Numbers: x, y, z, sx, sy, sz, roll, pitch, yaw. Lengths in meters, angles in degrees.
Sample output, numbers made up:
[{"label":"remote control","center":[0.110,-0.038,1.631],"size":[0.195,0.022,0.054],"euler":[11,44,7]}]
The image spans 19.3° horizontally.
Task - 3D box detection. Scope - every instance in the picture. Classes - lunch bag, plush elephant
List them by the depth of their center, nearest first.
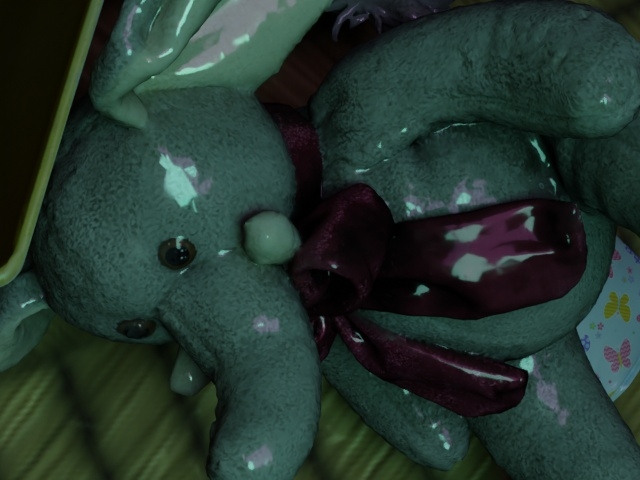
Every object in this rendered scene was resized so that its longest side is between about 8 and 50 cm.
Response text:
[{"label":"plush elephant","center":[0.000,0.000,0.780],"size":[0.255,0.272,0.330],"euler":[-19,61,-30]},{"label":"lunch bag","center":[0.126,0.040,0.935],"size":[0.071,0.053,0.083],"euler":[41,64,-15]}]

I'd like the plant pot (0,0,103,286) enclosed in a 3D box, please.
[{"label":"plant pot","center":[-0.204,-0.104,0.748],"size":[0.212,0.187,0.212],"euler":[19,80,-14]}]
